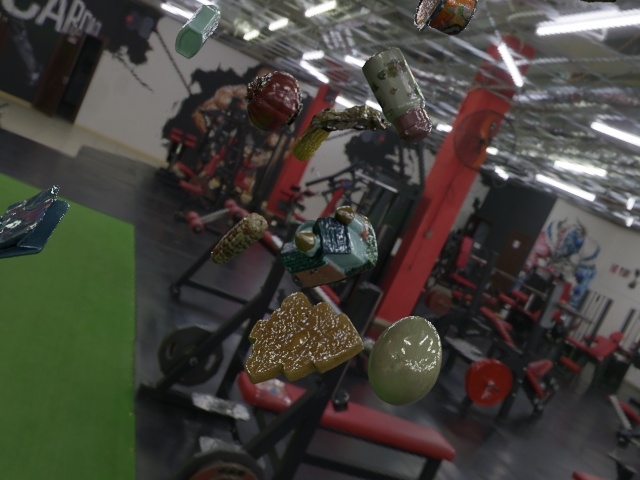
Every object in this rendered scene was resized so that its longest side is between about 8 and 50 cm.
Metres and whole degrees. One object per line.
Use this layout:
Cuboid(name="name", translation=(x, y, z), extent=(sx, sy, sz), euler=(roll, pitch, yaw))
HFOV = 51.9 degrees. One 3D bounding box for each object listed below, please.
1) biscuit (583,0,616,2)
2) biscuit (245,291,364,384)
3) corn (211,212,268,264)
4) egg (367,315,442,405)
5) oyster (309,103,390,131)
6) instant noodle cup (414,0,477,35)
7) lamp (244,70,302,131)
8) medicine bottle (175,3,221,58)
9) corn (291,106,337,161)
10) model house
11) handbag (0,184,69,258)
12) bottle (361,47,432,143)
Cuboid(name="biscuit", translation=(0.719, -0.687, 1.735), extent=(0.206, 0.025, 0.126), euler=(-115, 180, -65))
Cuboid(name="biscuit", translation=(-0.027, 0.183, 1.201), extent=(0.239, 0.212, 0.041), euler=(3, -48, 31))
Cuboid(name="corn", translation=(-0.234, 0.000, 1.851), extent=(0.080, 0.079, 0.237), euler=(21, -37, -30))
Cuboid(name="egg", translation=(0.223, 0.315, 1.726), extent=(0.186, 0.241, 0.186), euler=(26, -2, 1))
Cuboid(name="oyster", translation=(0.096, -0.351, 1.920), extent=(0.129, 0.078, 0.345), euler=(-17, -5, 40))
Cuboid(name="instant noodle cup", translation=(0.373, -0.680, 1.920), extent=(0.126, 0.208, 0.177), euler=(22, 4, -19))
Cuboid(name="lamp", translation=(-0.173, -0.506, 2.372), extent=(0.227, 0.226, 0.227), euler=(24, 7, -3))
Cuboid(name="medicine bottle", translation=(-0.388, -0.689, 2.126), extent=(0.083, 0.121, 0.228), euler=(30, 43, -13))
Cuboid(name="corn", translation=(-0.015, -0.331, 2.050), extent=(0.072, 0.203, 0.072), euler=(33, 28, -20))
Cuboid(name="model house", translation=(0.000, 0.000, 1.782), extent=(0.253, 0.184, 0.291), euler=(-14, -19, 17))
Cuboid(name="handbag", translation=(-0.647, -0.035, 1.436), extent=(0.144, 0.057, 0.221), euler=(-16, 31, 4))
Cuboid(name="bottle", translation=(0.214, -0.383, 1.774), extent=(0.253, 0.120, 0.120), euler=(65, 14, 6))
